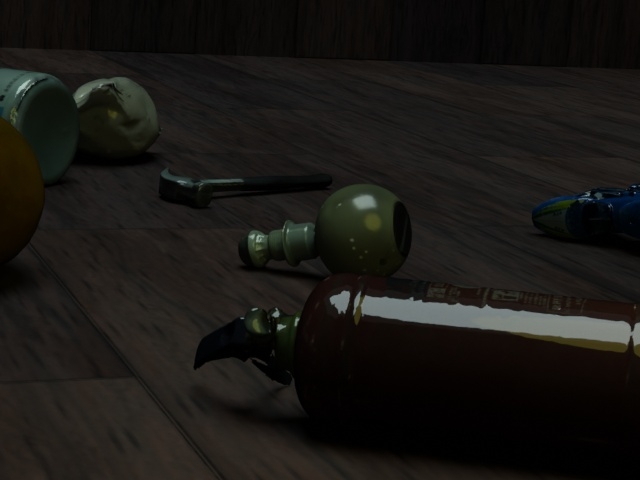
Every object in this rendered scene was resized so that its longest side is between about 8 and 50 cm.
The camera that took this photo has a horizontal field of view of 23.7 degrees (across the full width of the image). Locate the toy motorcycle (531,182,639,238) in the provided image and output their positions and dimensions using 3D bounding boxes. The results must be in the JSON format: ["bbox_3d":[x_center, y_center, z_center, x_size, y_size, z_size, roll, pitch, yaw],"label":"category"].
[{"bbox_3d":[0.348,-0.029,1.610,0.254,0.092,0.135,3,17,44],"label":"toy motorcycle"}]

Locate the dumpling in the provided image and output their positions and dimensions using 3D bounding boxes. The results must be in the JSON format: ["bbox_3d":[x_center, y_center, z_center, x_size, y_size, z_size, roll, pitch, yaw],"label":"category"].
[{"bbox_3d":[-0.283,-0.157,1.981,0.136,0.118,0.199,-9,-18,9],"label":"dumpling"}]

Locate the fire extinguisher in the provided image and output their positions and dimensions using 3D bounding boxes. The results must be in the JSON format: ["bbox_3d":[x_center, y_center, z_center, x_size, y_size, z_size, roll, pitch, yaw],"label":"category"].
[{"bbox_3d":[0.075,0.083,0.980,0.344,0.102,0.138,5,-21,12],"label":"fire extinguisher"}]

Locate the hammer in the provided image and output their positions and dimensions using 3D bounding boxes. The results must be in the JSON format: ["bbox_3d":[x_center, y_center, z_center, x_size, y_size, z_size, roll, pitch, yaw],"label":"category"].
[{"bbox_3d":[-0.085,-0.068,1.803,0.246,0.029,0.103,-6,16,-45],"label":"hammer"}]

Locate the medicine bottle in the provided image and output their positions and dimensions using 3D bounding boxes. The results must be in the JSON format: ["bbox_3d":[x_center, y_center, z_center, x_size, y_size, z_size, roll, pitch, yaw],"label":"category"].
[{"bbox_3d":[-0.385,-0.137,1.781,0.168,0.135,0.135,8,12,27],"label":"medicine bottle"}]

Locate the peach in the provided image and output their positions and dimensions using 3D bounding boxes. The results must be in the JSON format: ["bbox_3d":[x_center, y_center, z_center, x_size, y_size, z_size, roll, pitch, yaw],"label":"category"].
[{"bbox_3d":[-0.361,-0.036,1.287,0.251,0.153,0.251,-10,2,0],"label":"peach"}]

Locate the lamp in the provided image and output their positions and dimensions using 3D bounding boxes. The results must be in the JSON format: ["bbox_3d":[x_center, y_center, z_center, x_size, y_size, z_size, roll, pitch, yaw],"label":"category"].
[{"bbox_3d":[0.000,0.000,1.393,0.163,0.091,0.091,-9,6,23],"label":"lamp"}]
